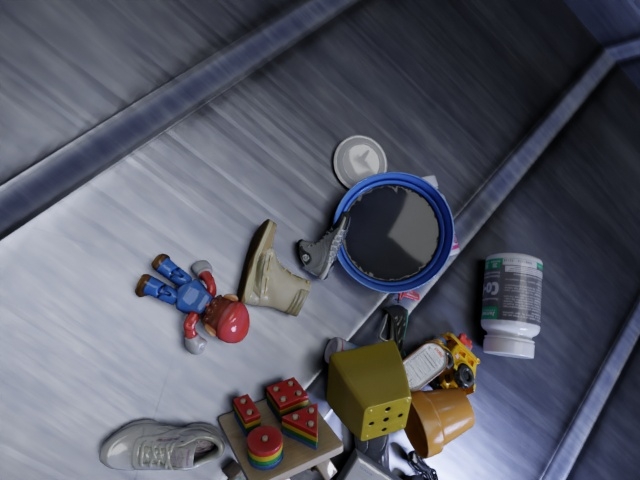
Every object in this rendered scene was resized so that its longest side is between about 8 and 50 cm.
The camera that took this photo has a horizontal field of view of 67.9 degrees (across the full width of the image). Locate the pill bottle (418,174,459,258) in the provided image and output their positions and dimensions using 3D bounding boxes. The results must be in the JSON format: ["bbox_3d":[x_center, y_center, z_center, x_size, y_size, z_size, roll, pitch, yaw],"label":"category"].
[{"bbox_3d":[0.373,-0.074,1.664,0.161,0.160,0.282,-15,88,-27],"label":"pill bottle"}]

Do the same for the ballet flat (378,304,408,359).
[{"bbox_3d":[0.234,0.350,1.572,0.096,0.095,0.280,10,67,-14],"label":"ballet flat"}]

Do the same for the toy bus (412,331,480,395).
[{"bbox_3d":[0.441,0.395,1.640,0.220,0.149,0.211,43,53,-11],"label":"toy bus"}]

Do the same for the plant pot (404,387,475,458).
[{"bbox_3d":[0.375,0.559,1.513,0.188,0.205,0.205,-14,88,-14],"label":"plant pot"}]

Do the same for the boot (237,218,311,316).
[{"bbox_3d":[-0.121,0.084,1.432,0.204,0.095,0.261,19,75,-22],"label":"boot"}]

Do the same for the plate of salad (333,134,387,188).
[{"bbox_3d":[0.137,-0.264,1.644,0.200,0.048,0.199,1,87,-17],"label":"plate of salad"}]

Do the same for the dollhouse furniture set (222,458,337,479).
[{"bbox_3d":[-0.103,0.658,1.308,0.242,0.161,0.212,-35,98,-26],"label":"dollhouse furniture set"}]

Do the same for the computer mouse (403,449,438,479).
[{"bbox_3d":[0.284,0.826,1.505,0.272,0.072,0.188,-48,118,-22],"label":"computer mouse"}]

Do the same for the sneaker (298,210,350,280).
[{"bbox_3d":[0.000,0.000,1.479,0.132,0.086,0.228,22,94,11],"label":"sneaker"}]

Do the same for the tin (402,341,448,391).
[{"bbox_3d":[0.316,0.397,1.493,0.190,0.040,0.106,-35,82,-11],"label":"tin"}]

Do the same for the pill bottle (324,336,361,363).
[{"bbox_3d":[0.099,0.371,1.497,0.160,0.087,0.087,27,71,-20],"label":"pill bottle"}]

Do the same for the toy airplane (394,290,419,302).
[{"bbox_3d":[0.290,0.149,1.660,0.151,0.028,0.151,5,80,-27],"label":"toy airplane"}]

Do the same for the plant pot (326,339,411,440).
[{"bbox_3d":[0.152,0.449,1.387,0.212,0.187,0.212,-9,123,-18],"label":"plant pot"}]

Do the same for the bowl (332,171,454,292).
[{"bbox_3d":[0.232,-0.026,1.548,0.392,0.077,0.390,0,88,1],"label":"bowl"}]

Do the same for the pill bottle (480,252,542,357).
[{"bbox_3d":[0.702,0.241,1.749,0.204,0.204,0.360,15,74,-23],"label":"pill bottle"}]

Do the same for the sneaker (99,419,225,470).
[{"bbox_3d":[-0.389,0.519,1.198,0.305,0.152,0.114,3,82,-24],"label":"sneaker"}]

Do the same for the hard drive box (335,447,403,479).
[{"bbox_3d":[0.118,0.766,1.380,0.181,0.089,0.232,34,83,4],"label":"hard drive box"}]

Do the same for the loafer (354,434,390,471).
[{"bbox_3d":[0.168,0.664,1.496,0.109,0.095,0.302,-8,79,3],"label":"loafer"}]

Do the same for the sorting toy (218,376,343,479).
[{"bbox_3d":[-0.111,0.494,1.273,0.257,0.255,0.089,-12,118,-28],"label":"sorting toy"}]

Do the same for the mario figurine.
[{"bbox_3d":[-0.343,0.180,1.318,0.321,0.170,0.198,35,104,-6],"label":"mario figurine"}]
